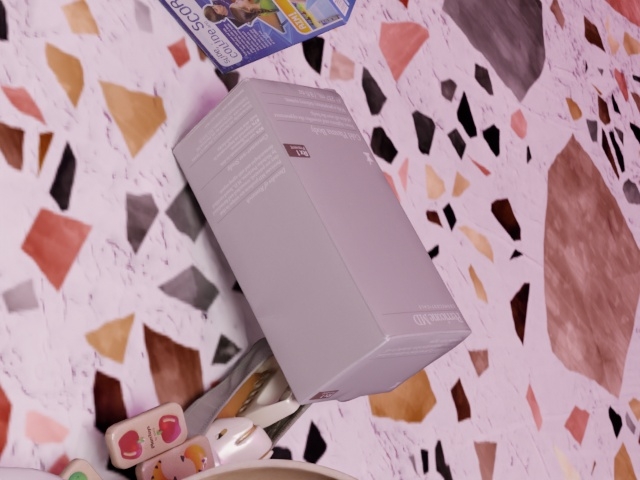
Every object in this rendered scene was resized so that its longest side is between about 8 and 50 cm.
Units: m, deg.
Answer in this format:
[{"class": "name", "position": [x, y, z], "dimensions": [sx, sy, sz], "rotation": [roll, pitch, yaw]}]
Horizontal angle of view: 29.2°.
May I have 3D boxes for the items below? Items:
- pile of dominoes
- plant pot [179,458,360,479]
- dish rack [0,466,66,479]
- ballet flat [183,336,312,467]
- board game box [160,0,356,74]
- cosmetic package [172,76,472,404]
[{"class": "pile of dominoes", "position": [-0.090, 0.240, 0.801], "dimensions": [0.196, 0.040, 0.251], "rotation": [-50, 118, -32]}, {"class": "plant pot", "position": [-0.001, 0.288, 0.705], "dimensions": [0.191, 0.284, 0.284], "rotation": [41, 45, -54]}, {"class": "dish rack", "position": [-0.224, 0.238, 0.554], "dimensions": [0.333, 0.072, 0.285], "rotation": [14, 44, -43]}, {"class": "ballet flat", "position": [-0.055, 0.135, 0.905], "dimensions": [0.072, 0.068, 0.213], "rotation": [61, 38, -18]}, {"class": "board game box", "position": [-0.084, -0.229, 0.953], "dimensions": [0.201, 0.136, 0.035], "rotation": [49, 43, -31]}, {"class": "cosmetic package", "position": [0.000, 0.000, 0.947], "dimensions": [0.127, 0.107, 0.238], "rotation": [-2, 55, -55]}]
